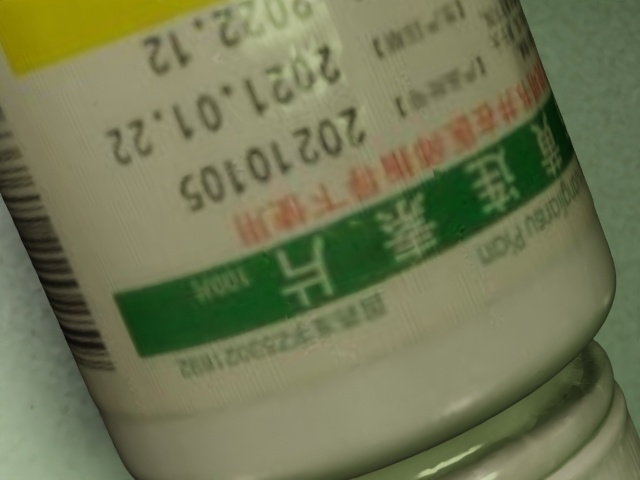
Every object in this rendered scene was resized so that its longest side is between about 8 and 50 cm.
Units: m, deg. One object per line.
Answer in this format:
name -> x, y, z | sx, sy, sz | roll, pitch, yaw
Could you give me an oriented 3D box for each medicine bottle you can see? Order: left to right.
medicine bottle -> 0.000, 0.000, 0.613 | 0.208, 0.208, 0.339 | -27, 102, -20
